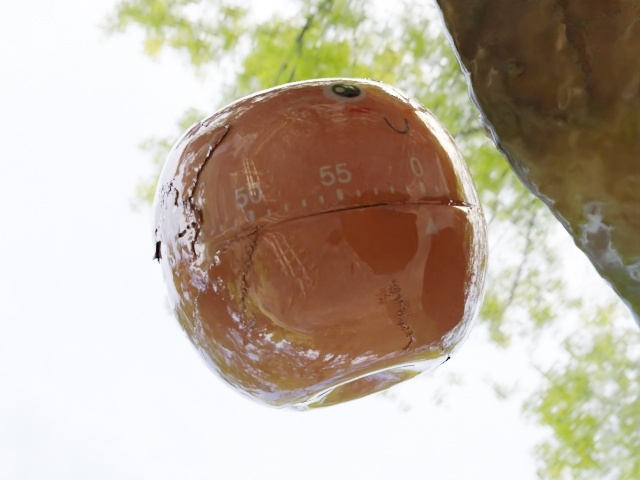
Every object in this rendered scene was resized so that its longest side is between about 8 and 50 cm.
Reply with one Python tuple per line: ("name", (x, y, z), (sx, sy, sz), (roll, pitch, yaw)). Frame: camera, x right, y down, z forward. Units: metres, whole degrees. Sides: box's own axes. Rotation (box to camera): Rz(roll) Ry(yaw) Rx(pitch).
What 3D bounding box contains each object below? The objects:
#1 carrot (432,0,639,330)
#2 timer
("carrot", (0.234, -0.056, 0.766), (0.340, 0.241, 0.241), (2, -127, 21))
("timer", (0.000, 0.000, 1.073), (0.229, 0.229, 0.215), (-12, -105, -23))
